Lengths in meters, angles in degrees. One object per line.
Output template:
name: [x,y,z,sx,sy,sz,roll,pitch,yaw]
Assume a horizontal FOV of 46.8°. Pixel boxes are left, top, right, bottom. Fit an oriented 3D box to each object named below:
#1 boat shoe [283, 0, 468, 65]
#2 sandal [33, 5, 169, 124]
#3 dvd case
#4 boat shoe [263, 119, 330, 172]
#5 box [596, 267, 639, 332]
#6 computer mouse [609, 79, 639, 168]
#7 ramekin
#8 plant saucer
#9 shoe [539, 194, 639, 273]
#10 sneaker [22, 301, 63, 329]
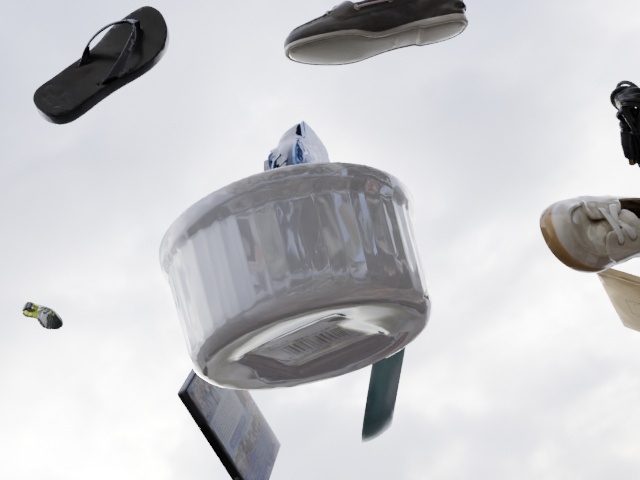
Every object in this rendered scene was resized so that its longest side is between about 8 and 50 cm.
boat shoe: [0.092,-0.384,1.297,0.335,0.095,0.112,-12,-14,-9]
sandal: [-0.318,-0.270,1.106,0.254,0.097,0.054,-53,-17,-26]
dvd case: [-0.155,0.320,1.308,0.022,0.180,0.253,-24,-75,18]
boat shoe: [-0.032,-0.090,1.040,0.089,0.258,0.109,-36,-77,12]
box: [0.588,0.125,1.279,0.021,0.201,0.164,-46,-59,-13]
computer mouse: [0.322,-0.119,0.564,0.193,0.042,0.106,-28,-45,10]
ramekin: [-0.019,0.052,0.765,0.277,0.135,0.277,-12,-26,-6]
plant saucer: [0.111,0.152,1.129,0.044,0.317,0.317,9,-37,8]
shoe: [0.284,-0.017,0.695,0.219,0.076,0.058,-4,-29,-40]
sneaker: [-0.421,0.115,1.141,0.035,0.083,0.031,24,-92,-61]
